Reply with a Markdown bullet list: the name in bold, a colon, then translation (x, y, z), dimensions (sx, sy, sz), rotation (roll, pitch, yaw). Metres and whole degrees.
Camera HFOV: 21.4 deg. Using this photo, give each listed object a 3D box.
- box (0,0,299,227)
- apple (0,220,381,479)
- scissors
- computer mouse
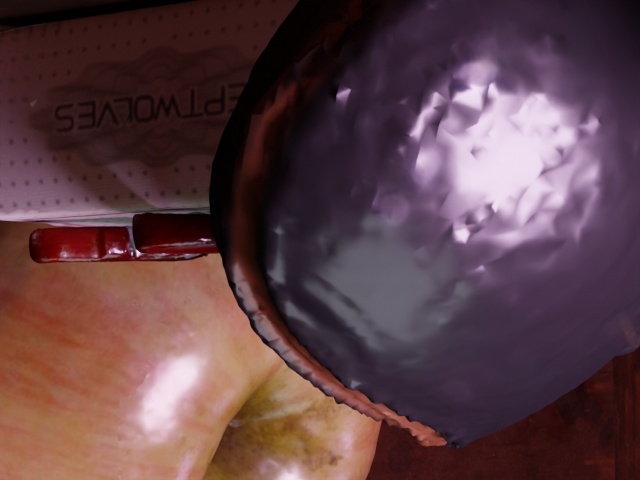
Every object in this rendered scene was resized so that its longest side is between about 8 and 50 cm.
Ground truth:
- **box**: translation (0.020, -0.050, 0.844), dimensions (0.210, 0.095, 0.330), rotation (-4, 177, 32)
- **apple**: translation (-0.160, 0.111, 1.354), dimensions (0.346, 0.391, 0.391), rotation (23, -167, 39)
- **scissors**: translation (0.000, 0.000, 0.794), dimensions (0.248, 0.017, 0.144), rotation (0, 177, -34)
- **computer mouse**: translation (0.073, -0.004, 0.627), dimensions (0.116, 0.183, 0.323), rotation (47, -176, 26)
